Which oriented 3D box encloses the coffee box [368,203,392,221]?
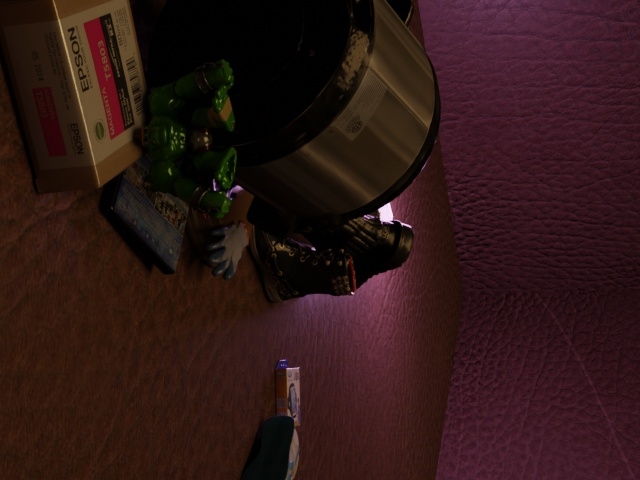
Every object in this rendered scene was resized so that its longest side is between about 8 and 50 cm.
[{"bbox_3d":[0.050,-0.135,2.237,0.118,0.168,0.297,-73,153,-50],"label":"coffee box"}]

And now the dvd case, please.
[{"bbox_3d":[-0.244,-0.101,1.469,0.180,0.022,0.253,54,36,-50],"label":"dvd case"}]

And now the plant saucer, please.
[{"bbox_3d":[-0.171,-0.091,1.712,0.278,0.041,0.277,-4,90,-73],"label":"plant saucer"}]

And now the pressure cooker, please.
[{"bbox_3d":[-0.017,-0.219,1.527,0.420,0.370,0.375,31,40,-58],"label":"pressure cooker"}]

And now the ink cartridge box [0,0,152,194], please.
[{"bbox_3d":[-0.296,-0.198,1.229,0.193,0.088,0.234,-60,144,-63],"label":"ink cartridge box"}]

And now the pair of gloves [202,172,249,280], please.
[{"bbox_3d":[-0.161,-0.040,1.628,0.159,0.023,0.198,-57,139,-64],"label":"pair of gloves"}]

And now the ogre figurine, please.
[{"bbox_3d":[-0.171,-0.130,1.288,0.097,0.118,0.197,-45,132,-64],"label":"ogre figurine"}]

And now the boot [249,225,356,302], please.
[{"bbox_3d":[-0.035,0.021,1.900,0.085,0.179,0.236,-73,155,-49],"label":"boot"}]

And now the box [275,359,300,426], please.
[{"bbox_3d":[-0.066,0.311,2.010,0.081,0.028,0.136,17,73,-72],"label":"box"}]

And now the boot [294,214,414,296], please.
[{"bbox_3d":[0.001,-0.004,2.081,0.260,0.348,0.131,20,61,-26],"label":"boot"}]

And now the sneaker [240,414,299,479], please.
[{"bbox_3d":[-0.084,0.430,1.826,0.228,0.088,0.092,-66,150,-53],"label":"sneaker"}]
